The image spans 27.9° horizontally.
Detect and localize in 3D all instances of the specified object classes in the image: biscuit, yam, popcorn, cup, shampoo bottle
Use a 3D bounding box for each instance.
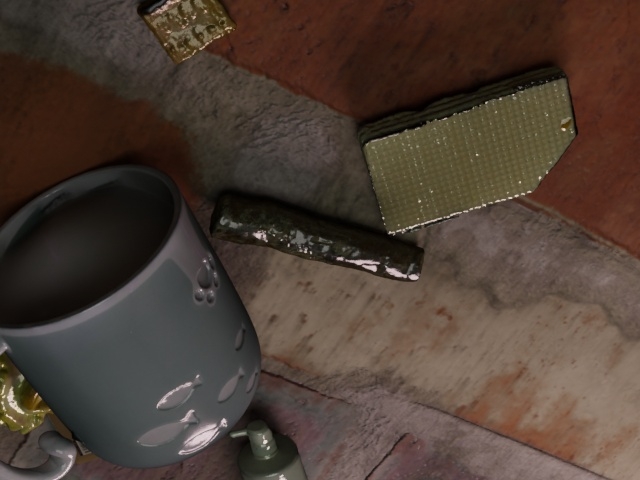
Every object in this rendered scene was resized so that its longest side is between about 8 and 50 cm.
[{"bbox_3d":[0.177,-0.107,1.511,0.252,0.052,0.150,-18,127,4],"label":"biscuit"},{"bbox_3d":[0.000,0.000,1.548,0.274,0.061,0.061,15,119,-19],"label":"yam"},{"bbox_3d":[-0.371,0.163,1.556,0.126,0.125,0.145,-19,113,14],"label":"popcorn"},{"bbox_3d":[-0.247,0.131,1.437,0.356,0.259,0.274,-46,129,-22],"label":"cup"},{"bbox_3d":[-0.053,0.346,1.748,0.085,0.085,0.262,-15,123,1],"label":"shampoo bottle"},{"bbox_3d":[-0.144,-0.240,1.391,0.083,0.018,0.081,-30,122,11],"label":"biscuit"}]

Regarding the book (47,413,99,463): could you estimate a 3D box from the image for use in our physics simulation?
[{"bbox_3d":[-0.250,0.213,1.670,0.199,0.016,0.138,-17,124,2],"label":"book"}]
